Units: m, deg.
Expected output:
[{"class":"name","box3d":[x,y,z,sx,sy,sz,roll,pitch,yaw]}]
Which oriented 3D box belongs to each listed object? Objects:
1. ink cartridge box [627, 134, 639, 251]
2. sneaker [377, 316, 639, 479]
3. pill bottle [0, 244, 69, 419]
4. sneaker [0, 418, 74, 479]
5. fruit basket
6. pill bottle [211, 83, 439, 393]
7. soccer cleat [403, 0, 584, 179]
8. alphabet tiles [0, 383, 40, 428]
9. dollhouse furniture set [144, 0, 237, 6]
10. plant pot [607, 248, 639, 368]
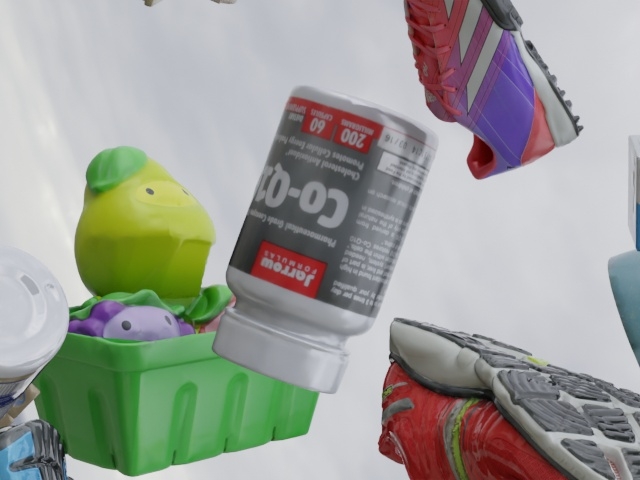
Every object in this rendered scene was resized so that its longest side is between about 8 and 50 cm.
[{"class":"ink cartridge box","box3d":[0.396,-0.052,1.296,0.060,0.180,0.104,-83,168,-64]},{"class":"sneaker","box3d":[0.111,0.126,0.752,0.279,0.107,0.118,-158,-99,-71]},{"class":"pill bottle","box3d":[-0.244,0.080,0.905,0.169,0.094,0.094,-44,-115,47]},{"class":"sneaker","box3d":[-0.281,0.244,1.133,0.341,0.140,0.125,108,-24,-65]},{"class":"fruit basket","box3d":[-0.180,0.068,1.603,0.283,0.392,0.392,6,-62,43]},{"class":"pill bottle","box3d":[0.000,0.000,1.328,0.283,0.161,0.161,-70,-159,0]},{"class":"soccer cleat","box3d":[0.127,-0.172,1.185,0.318,0.116,0.108,48,14,-42]},{"class":"alphabet tiles","box3d":[-0.447,0.178,1.372,0.198,0.237,0.009,45,-5,-12]},{"class":"dollhouse furniture set","box3d":[-0.121,-0.339,1.374,0.161,0.101,0.181,-59,171,-65]},{"class":"plant pot","box3d":[0.513,0.116,1.657,0.290,0.195,0.290,50,24,-33]}]
